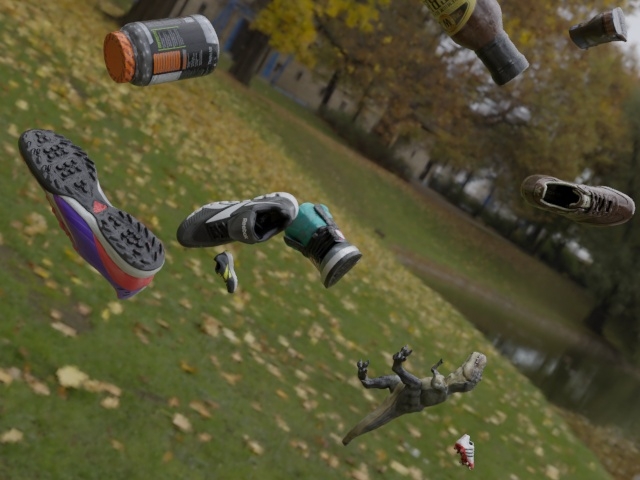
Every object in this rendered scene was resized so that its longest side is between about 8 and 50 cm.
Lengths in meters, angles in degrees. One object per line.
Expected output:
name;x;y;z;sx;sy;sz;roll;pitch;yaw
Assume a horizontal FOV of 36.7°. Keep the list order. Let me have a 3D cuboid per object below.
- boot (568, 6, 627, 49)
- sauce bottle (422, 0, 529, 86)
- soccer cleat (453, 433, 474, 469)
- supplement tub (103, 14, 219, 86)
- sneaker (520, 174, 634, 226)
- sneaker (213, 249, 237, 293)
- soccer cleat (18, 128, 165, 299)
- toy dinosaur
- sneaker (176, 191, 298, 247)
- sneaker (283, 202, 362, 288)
boot;0.653;-0.494;2.255;0.106;0.082;0.219;-11;-1;27
sauce bottle;0.253;-0.437;1.751;0.344;0.111;0.111;51;3;-6
soccer cleat;0.256;0.370;1.680;0.029;0.035;0.083;23;-28;41
supplement tub;-0.293;-0.348;1.771;0.190;0.117;0.117;-16;33;-33
sneaker;0.405;-0.055;1.489;0.188;0.066;0.071;10;10;-8
sneaker;-0.178;0.060;1.781;0.035;0.083;0.031;-17;17;-28
soccer cleat;-0.384;-0.043;1.545;0.318;0.116;0.108;47;39;7
toy dinosaur;0.121;0.226;1.479;0.118;0.268;0.064;56;16;-19
sneaker;-0.152;-0.031;1.768;0.234;0.078;0.106;-13;18;-2
sneaker;0.000;0.000;2.081;0.178;0.124;0.295;47;-1;4
